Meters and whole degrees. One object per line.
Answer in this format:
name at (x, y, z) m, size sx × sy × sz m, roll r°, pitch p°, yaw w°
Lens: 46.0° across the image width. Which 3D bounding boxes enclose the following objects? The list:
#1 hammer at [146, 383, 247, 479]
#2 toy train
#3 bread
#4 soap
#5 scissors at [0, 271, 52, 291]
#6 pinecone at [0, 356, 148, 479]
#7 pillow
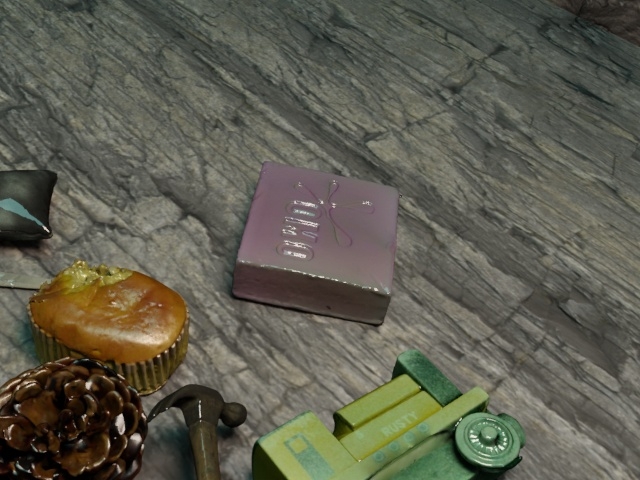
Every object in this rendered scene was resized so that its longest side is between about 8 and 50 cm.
hammer at (-0.123, 0.373, 0.939) m, size 0.168 × 0.044 × 0.439 m, roll 32°, pitch 29°, yaw -43°
toy train at (0.102, 0.318, 1.072) m, size 0.397 × 0.160 × 0.253 m, roll -23°, pitch 47°, yaw -30°
bread at (-0.330, 0.132, 1.188) m, size 0.250 × 0.133 × 0.179 m, roll 19°, pitch 48°, yaw 10°
soap at (0.000, 0.000, 1.410) m, size 0.286 × 0.107 × 0.296 m, roll 11°, pitch 45°, yaw -3°
scissors at (-0.574, 0.062, 1.287) m, size 0.300 × 0.022 × 0.109 m, roll 7°, pitch 48°, yaw -6°
pinecone at (-0.332, 0.260, 0.980) m, size 0.224 × 0.272 × 0.224 m, roll 10°, pitch 68°, yaw -25°
pillow at (-0.604, -0.062, 1.346) m, size 0.250 × 0.106 × 0.186 m, roll -4°, pitch 42°, yaw -13°
